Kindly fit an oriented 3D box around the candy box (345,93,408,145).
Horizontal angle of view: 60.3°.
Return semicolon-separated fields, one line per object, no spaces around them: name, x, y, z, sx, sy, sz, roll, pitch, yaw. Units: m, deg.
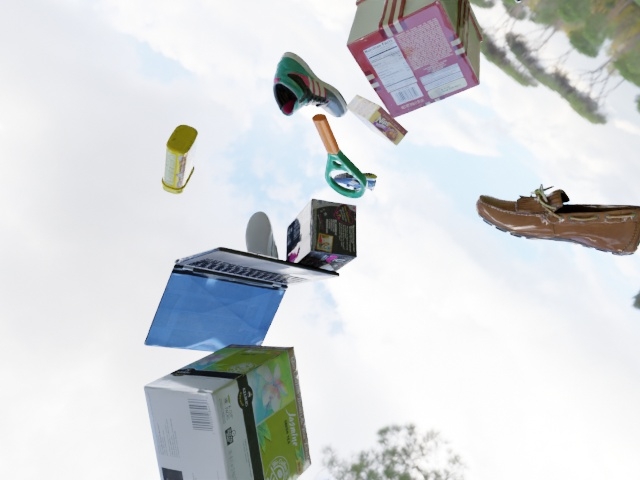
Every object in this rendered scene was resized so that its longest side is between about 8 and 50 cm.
candy box;0.146;-0.322;1.460;0.109;0.053;0.186;36;-172;-27

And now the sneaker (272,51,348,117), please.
sneaker;-0.047;-0.473;1.852;0.295;0.124;0.178;37;-116;-22

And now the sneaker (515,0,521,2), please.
sneaker;0.540;-0.743;1.437;0.153;0.268;0.101;36;176;3

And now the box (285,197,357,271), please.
box;0.000;0.000;1.593;0.142;0.247;0.163;8;-110;-19

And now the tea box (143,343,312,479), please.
tea box;-0.210;0.455;1.337;0.323;0.220;0.329;-18;-78;-59

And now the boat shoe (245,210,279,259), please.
boat shoe;-0.180;0.039;1.817;0.088;0.096;0.267;19;-121;-68

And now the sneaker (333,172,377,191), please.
sneaker;0.111;-0.186;1.780;0.144;0.059;0.053;5;-148;10

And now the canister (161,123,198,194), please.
canister;-0.403;-0.233;1.582;0.073;0.170;0.126;19;-130;-5

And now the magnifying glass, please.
magnifying glass;0.033;-0.162;1.102;0.092;0.231;0.026;12;-121;29

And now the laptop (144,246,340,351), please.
laptop;-0.222;0.191;1.544;0.382;0.408;0.236;14;-108;-36

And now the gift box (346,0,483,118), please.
gift box;0.221;-0.454;1.262;0.276;0.255;0.258;52;-142;-40

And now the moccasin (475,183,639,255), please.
moccasin;0.564;-0.069;1.322;0.380;0.147;0.139;16;-154;35
